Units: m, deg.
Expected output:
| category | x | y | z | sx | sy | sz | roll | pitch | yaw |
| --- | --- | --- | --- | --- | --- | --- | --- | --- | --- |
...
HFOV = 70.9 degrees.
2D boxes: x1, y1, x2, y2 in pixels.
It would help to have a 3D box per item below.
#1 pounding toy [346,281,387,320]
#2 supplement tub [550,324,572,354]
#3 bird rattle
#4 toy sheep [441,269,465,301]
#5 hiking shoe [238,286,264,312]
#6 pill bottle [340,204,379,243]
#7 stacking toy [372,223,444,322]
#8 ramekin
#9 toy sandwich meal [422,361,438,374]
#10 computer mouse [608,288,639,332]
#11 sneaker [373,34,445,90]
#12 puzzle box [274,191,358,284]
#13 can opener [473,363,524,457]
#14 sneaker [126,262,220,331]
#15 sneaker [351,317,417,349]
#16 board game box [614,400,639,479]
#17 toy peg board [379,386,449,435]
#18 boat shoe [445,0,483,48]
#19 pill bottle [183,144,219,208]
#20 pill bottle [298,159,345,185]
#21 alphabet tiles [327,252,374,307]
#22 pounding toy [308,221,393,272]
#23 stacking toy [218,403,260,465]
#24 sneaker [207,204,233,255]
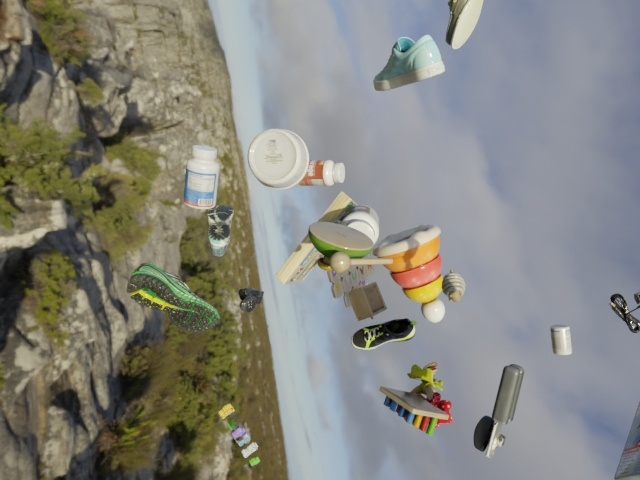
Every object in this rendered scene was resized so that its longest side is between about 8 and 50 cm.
| category | x | y | z | sx | sy | sz | roll | pitch | yaw |
| --- | --- | --- | --- | --- | --- | --- | --- | --- | --- |
| pounding toy | 0.173 | 0.235 | 1.667 | 0.141 | 0.100 | 0.130 | -11 | 77 | -53 |
| supplement tub | 0.952 | 0.392 | 1.781 | 0.071 | 0.070 | 0.107 | 168 | -83 | -82 |
| bird rattle | 0.389 | 0.605 | 1.671 | 0.207 | 0.143 | 0.254 | -51 | -161 | 24 |
| toy sheep | 0.468 | 0.159 | 1.584 | 0.091 | 0.091 | 0.132 | 88 | 1 | -48 |
| hiking shoe | -0.374 | 0.296 | 2.275 | 0.227 | 0.114 | 0.086 | -27 | 137 | -75 |
| pill bottle | 0.130 | -0.037 | 1.501 | 0.229 | 0.131 | 0.131 | -64 | 146 | -74 |
| stacking toy | 0.488 | 0.187 | 2.236 | 0.350 | 0.350 | 0.480 | -155 | -136 | -81 |
| ramekin | -0.147 | -0.275 | 1.506 | 0.109 | 0.207 | 0.207 | -17 | 96 | -80 |
| toy sandwich meal | 0.462 | 0.538 | 1.877 | 0.086 | 0.085 | 0.029 | 89 | -21 | -53 |
| computer mouse | 0.808 | 0.142 | 1.089 | 0.106 | 0.042 | 0.193 | 57 | -37 | 19 |
| sneaker | 0.286 | -0.608 | 1.531 | 0.366 | 0.135 | 0.150 | 18 | -51 | 63 |
| puzzle box | 0.000 | 0.000 | 1.774 | 0.052 | 0.409 | 0.272 | 40 | 7 | 11 |
| can opener | 0.511 | 0.492 | 1.315 | 0.095 | 0.076 | 0.284 | 16 | -84 | 43 |
| sneaker | -0.477 | 0.186 | 1.527 | 0.343 | 0.134 | 0.146 | 43 | 19 | -28 |
| sneaker | 0.212 | 0.307 | 1.541 | 0.097 | 0.234 | 0.084 | 66 | 11 | -52 |
| board game box | 0.624 | 0.231 | 0.687 | 0.065 | 0.318 | 0.319 | 36 | -30 | 15 |
| toy peg board | 0.280 | 0.536 | 1.402 | 0.161 | 0.160 | 0.079 | 15 | -96 | 59 |
| boat shoe | 0.485 | -0.806 | 1.503 | 0.091 | 0.109 | 0.305 | 38 | -53 | 32 |
| pill bottle | -0.447 | -0.240 | 1.700 | 0.124 | 0.124 | 0.222 | -117 | -144 | -65 |
| pill bottle | -0.002 | -0.313 | 2.086 | 0.121 | 0.216 | 0.121 | 2 | 90 | -69 |
| alphabet tiles | 0.133 | 0.126 | 1.890 | 0.021 | 0.284 | 0.278 | 1 | -69 | 43 |
| pounding toy | 0.055 | 0.044 | 1.210 | 0.237 | 0.182 | 0.110 | 47 | -53 | 55 |
| stacking toy | -0.264 | 0.658 | 1.515 | 0.167 | 0.052 | 0.221 | 48 | -23 | 29 |
| sneaker | -0.429 | -0.047 | 1.894 | 0.283 | 0.110 | 0.122 | -95 | -166 | -52 |
